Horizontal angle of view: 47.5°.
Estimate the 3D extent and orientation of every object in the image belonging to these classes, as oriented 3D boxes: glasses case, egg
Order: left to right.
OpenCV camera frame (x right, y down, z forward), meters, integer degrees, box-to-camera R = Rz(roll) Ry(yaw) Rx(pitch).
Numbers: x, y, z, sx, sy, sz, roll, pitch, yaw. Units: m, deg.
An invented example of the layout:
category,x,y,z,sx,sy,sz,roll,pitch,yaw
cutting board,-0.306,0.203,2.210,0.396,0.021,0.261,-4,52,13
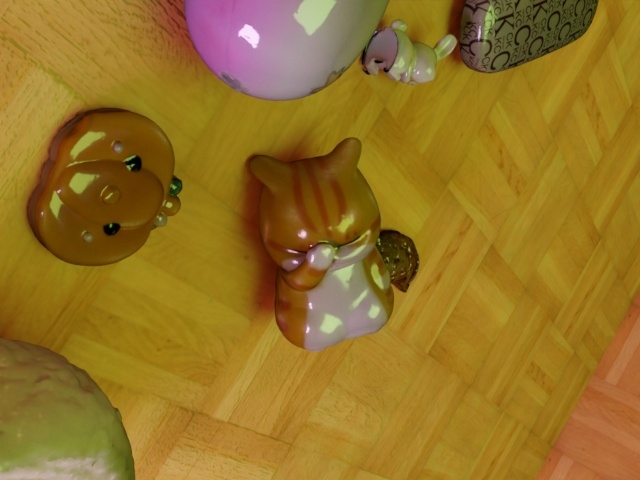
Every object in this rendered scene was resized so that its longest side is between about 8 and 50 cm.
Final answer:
category,x,y,z,sx,sy,sz,roll,pitch,yaw
egg,-0.020,-0.267,0.723,0.271,0.196,0.196,-57,142,-24
glasses case,0.341,-0.363,1.155,0.354,0.085,0.137,-27,130,-36

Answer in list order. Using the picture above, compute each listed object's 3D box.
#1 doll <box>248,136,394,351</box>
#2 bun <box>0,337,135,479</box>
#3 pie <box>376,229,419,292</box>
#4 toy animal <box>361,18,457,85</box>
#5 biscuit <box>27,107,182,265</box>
category,x,y,z,sx,sy,sz,roll,pitch,yaw
doll,0.007,0.018,0.940,0.166,0.162,0.270,-18,133,-13
bun,-0.343,0.231,0.609,0.352,0.227,0.349,-52,140,-10
pie,0.113,0.028,1.165,0.191,0.033,0.088,24,88,-51
toy animal,0.120,-0.247,0.986,0.124,0.071,0.085,9,85,-42
biscuit,-0.207,-0.048,0.746,0.170,0.050,0.170,-26,129,-37
